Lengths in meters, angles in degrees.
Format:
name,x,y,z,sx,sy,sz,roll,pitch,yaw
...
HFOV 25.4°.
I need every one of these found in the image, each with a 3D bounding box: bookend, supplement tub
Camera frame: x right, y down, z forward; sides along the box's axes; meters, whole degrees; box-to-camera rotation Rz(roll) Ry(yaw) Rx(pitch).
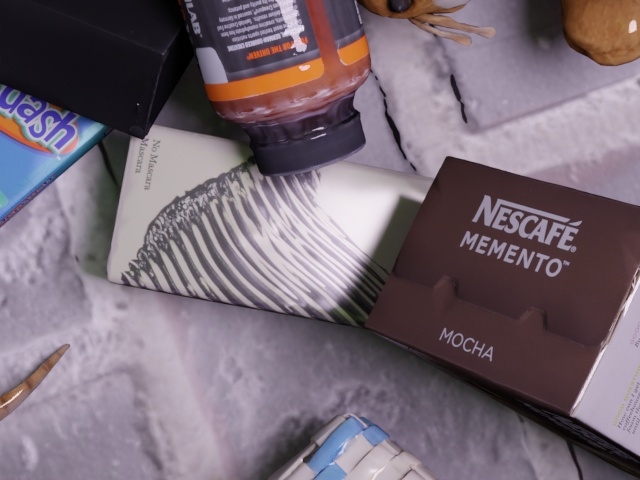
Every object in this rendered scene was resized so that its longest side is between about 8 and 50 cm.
name,x,y,z,sx,sy,sz,roll,pitch,yaw
bookend,-0.154,-0.162,0.921,0.157,0.072,0.156,21,42,0
supplement tub,-0.032,-0.141,0.854,0.106,0.106,0.198,-18,104,-6

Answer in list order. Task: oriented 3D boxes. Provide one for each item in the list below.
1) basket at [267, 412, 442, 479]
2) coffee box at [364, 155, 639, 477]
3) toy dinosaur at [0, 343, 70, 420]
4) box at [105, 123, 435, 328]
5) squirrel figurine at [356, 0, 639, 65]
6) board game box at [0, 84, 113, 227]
name,x,y,z,sx,sy,sz,roll,pitch,yaw
basket,0.042,0.277,0.897,0.255,0.201,0.289,-42,83,-7
coffee box,0.193,0.075,0.865,0.297,0.168,0.119,31,83,-42
toy dinosaur,-0.273,0.129,0.941,0.211,0.064,0.112,-2,87,-6
box,0.000,0.000,0.957,0.275,0.094,0.113,9,88,-5
squirrel figurine,0.151,-0.307,0.933,0.370,0.281,0.397,-9,75,4
board game box,-0.263,-0.074,0.957,0.210,0.047,0.160,-43,92,-7
